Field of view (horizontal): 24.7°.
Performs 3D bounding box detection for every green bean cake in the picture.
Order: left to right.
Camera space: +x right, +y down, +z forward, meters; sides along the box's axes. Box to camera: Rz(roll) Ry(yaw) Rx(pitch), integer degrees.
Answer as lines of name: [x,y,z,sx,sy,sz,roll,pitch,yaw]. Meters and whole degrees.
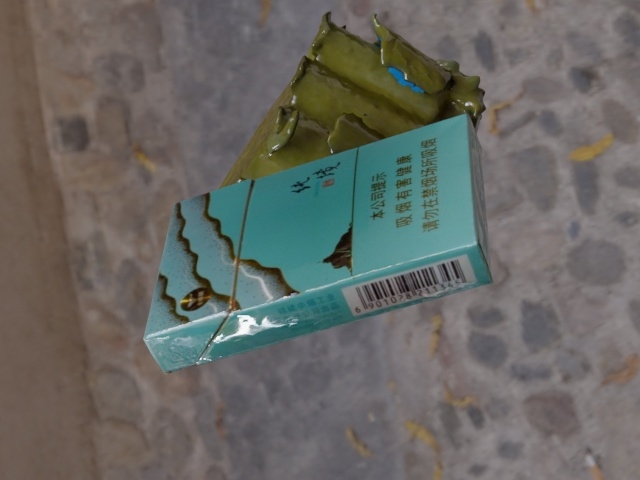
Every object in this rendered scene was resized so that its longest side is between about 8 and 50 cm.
green bean cake: [0.044,-0.084,1.336,0.202,0.285,0.310,30,154,-5]

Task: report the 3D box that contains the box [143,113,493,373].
box: [-0.001,0.000,0.989,0.229,0.162,0.041,-16,122,14]
